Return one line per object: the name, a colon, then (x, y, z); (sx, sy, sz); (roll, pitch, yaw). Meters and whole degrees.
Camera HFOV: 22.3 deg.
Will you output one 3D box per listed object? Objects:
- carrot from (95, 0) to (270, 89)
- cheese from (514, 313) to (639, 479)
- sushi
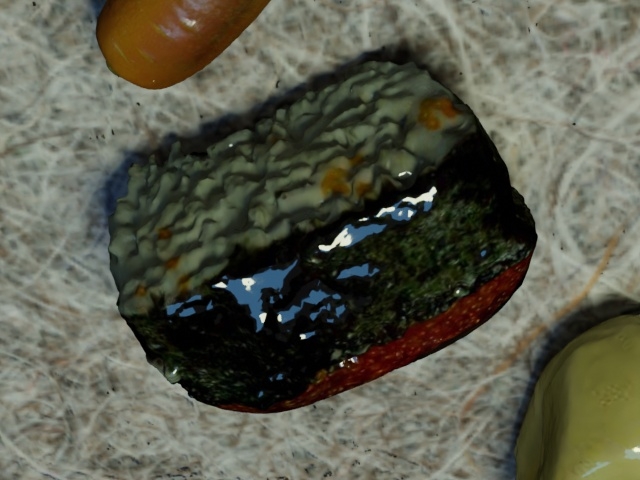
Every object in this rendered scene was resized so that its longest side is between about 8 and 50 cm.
carrot: (-0.034, -0.155, 0.805); (0.067, 0.067, 0.225); (35, 117, -23)
cheese: (0.228, 0.144, 1.001); (0.214, 0.117, 0.226); (0, 132, -4)
sushi: (0.000, 0.000, 0.878); (0.225, 0.136, 0.126); (-19, 133, 9)
